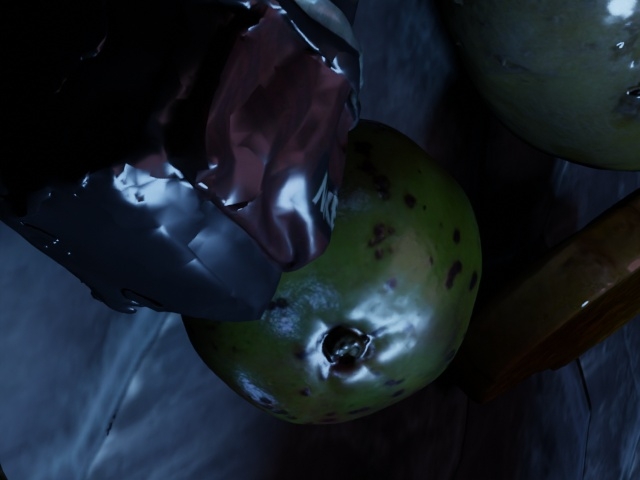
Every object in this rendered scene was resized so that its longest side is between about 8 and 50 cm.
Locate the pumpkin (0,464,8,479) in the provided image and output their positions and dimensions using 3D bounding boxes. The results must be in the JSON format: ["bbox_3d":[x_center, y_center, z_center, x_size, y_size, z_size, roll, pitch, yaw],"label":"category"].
[{"bbox_3d":[-0.092,0.161,0.511,0.131,0.126,0.248,-29,125,-63],"label":"pumpkin"}]

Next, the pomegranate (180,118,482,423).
[{"bbox_3d":[0.000,0.000,0.698,0.142,0.114,0.115,-97,179,-55],"label":"pomegranate"}]

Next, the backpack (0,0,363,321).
[{"bbox_3d":[-0.037,-0.063,0.571,0.120,0.105,0.165,39,66,-60],"label":"backpack"}]

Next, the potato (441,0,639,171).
[{"bbox_3d":[0.133,-0.120,0.886,0.262,0.165,0.165,27,74,-59],"label":"potato"}]

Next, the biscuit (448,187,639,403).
[{"bbox_3d":[0.149,0.016,0.990,0.186,0.044,0.295,-43,167,17],"label":"biscuit"}]
